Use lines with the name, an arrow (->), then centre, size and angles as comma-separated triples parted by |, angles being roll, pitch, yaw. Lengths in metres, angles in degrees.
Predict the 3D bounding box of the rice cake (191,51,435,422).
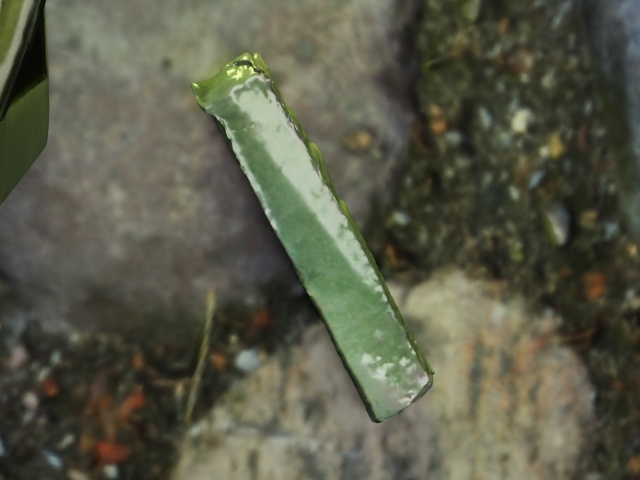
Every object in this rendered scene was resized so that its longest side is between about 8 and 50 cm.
rice cake -> 0.000, 0.000, 0.711 | 0.043, 0.034, 0.211 | -27, 106, 3

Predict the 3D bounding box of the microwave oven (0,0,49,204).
microwave oven -> -0.259, -0.208, 0.501 | 0.333, 0.247, 0.394 | -3, 101, -11
